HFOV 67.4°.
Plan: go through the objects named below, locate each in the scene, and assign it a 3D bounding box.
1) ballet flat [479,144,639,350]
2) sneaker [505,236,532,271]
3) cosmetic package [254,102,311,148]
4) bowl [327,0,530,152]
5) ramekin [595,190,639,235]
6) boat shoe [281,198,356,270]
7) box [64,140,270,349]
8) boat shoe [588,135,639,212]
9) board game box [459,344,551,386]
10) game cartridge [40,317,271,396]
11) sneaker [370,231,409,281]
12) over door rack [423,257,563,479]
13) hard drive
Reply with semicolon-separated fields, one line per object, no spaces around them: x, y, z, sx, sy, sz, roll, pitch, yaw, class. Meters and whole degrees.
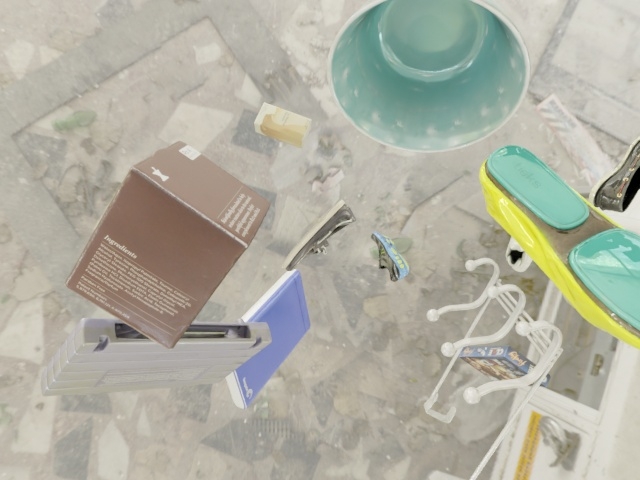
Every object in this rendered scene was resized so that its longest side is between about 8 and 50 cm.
0.215;0.010;0.405;0.077;0.077;0.231;-23;52;-9;ballet flat
0.680;0.055;1.669;0.090;0.232;0.115;17;63;32;sneaker
-0.083;-0.255;1.065;0.115;0.041;0.060;19;73;4;cosmetic package
0.179;-0.310;0.797;0.311;0.311;0.163;18;58;-4;bowl
0.549;0.026;0.809;0.273;0.273;0.127;43;73;-2;ramekin
0.000;0.000;1.062;0.065;0.075;0.206;44;76;-8;boat shoe
-0.204;0.002;0.671;0.167;0.168;0.203;36;112;-10;box
0.384;-0.084;0.582;0.133;0.042;0.049;-44;129;-12;boat shoe
0.571;0.393;1.512;0.165;0.243;0.042;35;70;-5;board game box
-0.298;0.216;0.900;0.355;0.230;0.068;11;54;-42;game cartridge
0.193;0.045;1.431;0.078;0.067;0.188;-48;47;24;sneaker
0.226;0.212;0.736;0.108;0.239;0.324;11;109;-3;over door rack
-0.134;0.247;1.251;0.040;0.319;0.210;9;125;29;hard drive
